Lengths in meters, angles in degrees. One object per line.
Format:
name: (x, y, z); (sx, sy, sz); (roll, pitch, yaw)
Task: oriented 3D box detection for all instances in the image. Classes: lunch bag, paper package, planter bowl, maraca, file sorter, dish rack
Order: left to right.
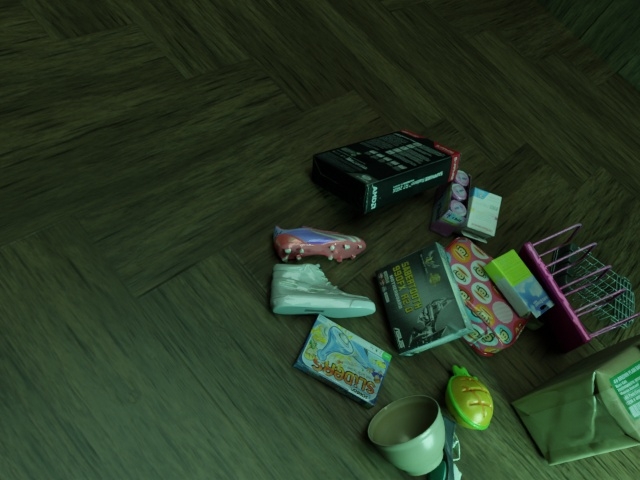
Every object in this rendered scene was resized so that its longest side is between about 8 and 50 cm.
planter bowl: (0.196, 0.423, 1.106); (0.162, 0.162, 0.109); (-33, 102, -36)
maraca: (0.352, 0.369, 1.237); (0.127, 0.099, 0.186); (42, 27, -4)
lunch bag: (0.424, 0.134, 1.402); (0.293, 0.120, 0.258); (45, 52, 9)
file sorter: (0.697, 0.127, 1.433); (0.182, 0.202, 0.291); (-25, 68, 2)
dish rack: (0.846, 0.145, 1.614); (0.271, 0.074, 0.208); (33, 53, -3)
paper package: (0.685, 0.367, 1.247); (0.324, 0.309, 0.168); (-16, 66, -30)

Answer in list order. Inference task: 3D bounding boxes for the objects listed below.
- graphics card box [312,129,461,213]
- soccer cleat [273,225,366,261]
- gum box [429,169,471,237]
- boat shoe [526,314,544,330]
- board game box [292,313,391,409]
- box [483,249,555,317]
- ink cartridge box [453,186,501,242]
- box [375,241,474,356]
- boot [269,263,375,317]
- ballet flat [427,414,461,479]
graphics card box: (0.187, -0.207, 1.476); (0.370, 0.094, 0.232); (-21, 40, -34)
soccer cleat: (0.000, 0.000, 1.330); (0.248, 0.083, 0.095); (-3, 56, -22)
gum box: (0.389, -0.117, 1.556); (0.062, 0.107, 0.188); (24, 52, -8)
boat shoe: (0.593, 0.180, 1.491); (0.056, 0.048, 0.153); (3, 58, -22)
board game box: (0.052, 0.277, 1.199); (0.201, 0.035, 0.136); (30, 52, -3)
box: (0.520, 0.118, 1.365); (0.109, 0.042, 0.178); (-20, 70, -38)
ink cartridge box: (0.462, -0.067, 1.548); (0.092, 0.090, 0.143); (19, 76, -11)
box: (0.249, 0.146, 1.279); (0.056, 0.183, 0.231); (24, 45, -50)
boot: (0.007, 0.113, 1.245); (0.258, 0.095, 0.123); (7, 64, -19)
ballet flat: (0.276, 0.486, 1.143); (0.074, 0.074, 0.203); (19, 51, -12)
